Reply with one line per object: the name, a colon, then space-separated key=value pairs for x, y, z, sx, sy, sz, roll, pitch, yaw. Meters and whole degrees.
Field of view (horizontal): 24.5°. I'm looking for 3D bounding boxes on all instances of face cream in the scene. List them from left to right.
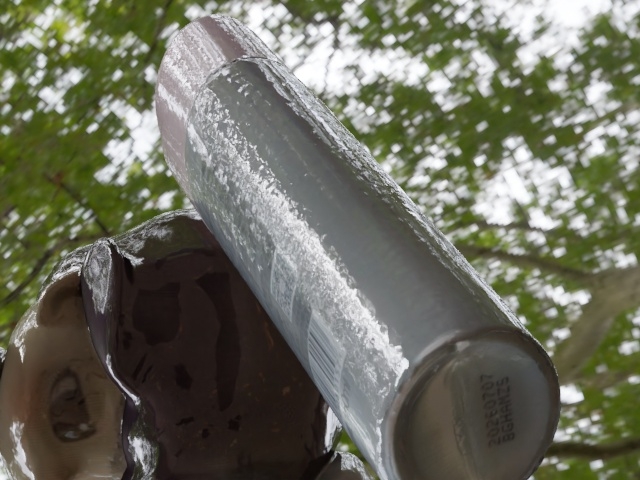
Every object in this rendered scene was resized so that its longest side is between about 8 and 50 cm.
face cream: x=0.000 y=0.000 z=0.618 sx=0.073 sy=0.269 sz=0.107 roll=-17 pitch=-55 yaw=-17

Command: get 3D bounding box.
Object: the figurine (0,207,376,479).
figurine: x=-0.158 y=0.094 z=0.825 sx=0.365 sy=0.206 sz=0.218 roll=-8 pitch=-68 yaw=-19
